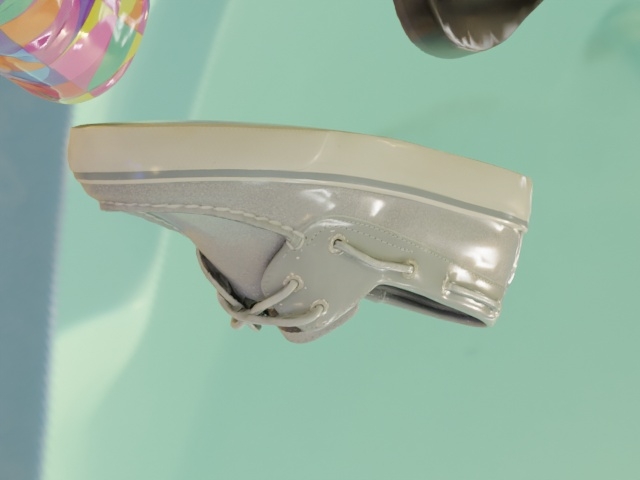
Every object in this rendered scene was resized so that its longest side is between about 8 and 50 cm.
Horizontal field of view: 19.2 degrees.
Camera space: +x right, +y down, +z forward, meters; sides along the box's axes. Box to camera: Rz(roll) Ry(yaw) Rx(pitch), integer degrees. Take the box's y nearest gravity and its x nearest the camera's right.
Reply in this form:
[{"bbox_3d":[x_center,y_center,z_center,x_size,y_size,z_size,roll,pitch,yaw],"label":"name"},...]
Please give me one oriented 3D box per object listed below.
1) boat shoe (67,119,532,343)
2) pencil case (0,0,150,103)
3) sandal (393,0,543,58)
[{"bbox_3d":[0.000,0.000,0.729,0.227,0.079,0.081,8,87,-44],"label":"boat shoe"},{"bbox_3d":[-0.150,-0.133,0.922,0.104,0.236,0.104,0,87,6],"label":"pencil case"},{"bbox_3d":[0.110,-0.164,0.989,0.254,0.054,0.097,-30,100,-51],"label":"sandal"}]
